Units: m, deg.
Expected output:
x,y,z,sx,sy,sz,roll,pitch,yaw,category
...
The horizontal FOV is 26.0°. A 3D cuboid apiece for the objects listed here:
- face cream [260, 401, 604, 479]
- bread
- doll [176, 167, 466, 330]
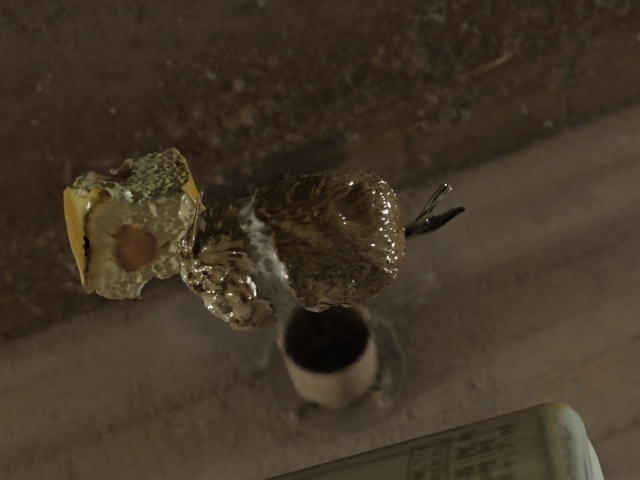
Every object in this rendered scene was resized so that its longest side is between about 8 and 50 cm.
x,y,z,sx,sy,sz,roll,pitch,yaw,category
-0.071,0.161,0.443,0.348,0.173,0.081,-18,125,13,face cream
-0.255,0.000,1.944,0.183,0.224,0.211,-7,107,-17,bread
0.004,0.003,1.032,0.221,0.105,0.115,-7,140,-9,doll
